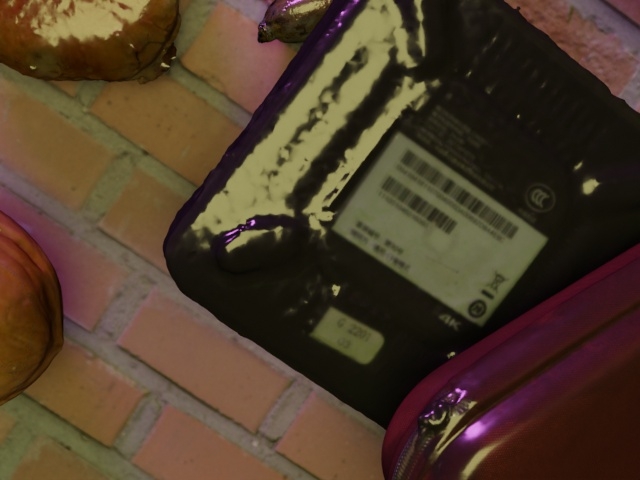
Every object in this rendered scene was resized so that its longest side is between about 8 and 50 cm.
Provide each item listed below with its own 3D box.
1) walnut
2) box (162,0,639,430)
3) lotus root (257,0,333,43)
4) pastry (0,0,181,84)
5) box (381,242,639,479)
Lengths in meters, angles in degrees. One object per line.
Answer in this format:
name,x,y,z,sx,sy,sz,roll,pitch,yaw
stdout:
walnut,-0.320,0.049,0.888,0.222,0.195,0.195,24,95,0
box,0.096,-0.021,0.891,0.359,0.091,0.350,34,95,-19
lotus root,-0.012,-0.202,0.942,0.099,0.054,0.049,-19,107,0
pastry,-0.207,-0.235,0.908,0.218,0.100,0.229,-37,92,-2
box,0.232,0.140,0.888,0.404,0.108,0.263,-29,133,-15
